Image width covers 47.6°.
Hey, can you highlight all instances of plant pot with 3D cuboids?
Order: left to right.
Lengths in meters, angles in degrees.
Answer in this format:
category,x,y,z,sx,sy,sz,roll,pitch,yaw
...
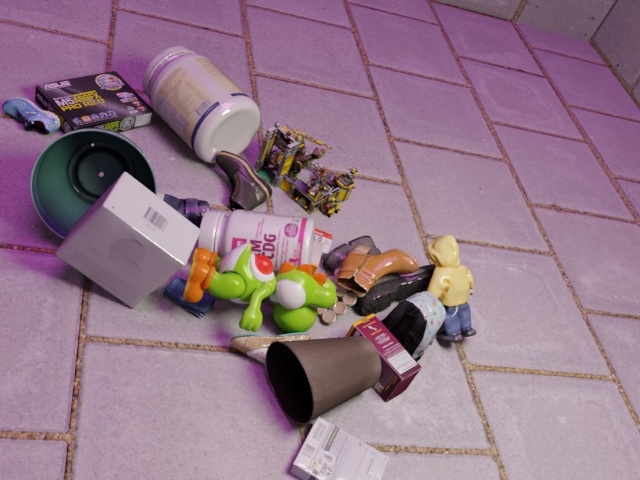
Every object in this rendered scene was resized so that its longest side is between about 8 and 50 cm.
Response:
category,x,y,z,sx,sy,sz,roll,pitch,yaw
plant pot,-0.558,-0.151,1.823,0.293,0.293,0.196,11,16,-15

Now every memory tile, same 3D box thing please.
category,x,y,z,sx,sy,sz,roll,pitch,yaw
memory tile,0.040,0.146,1.920,0.148,0.012,0.113,-39,58,-17

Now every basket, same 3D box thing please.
category,x,y,z,sx,sy,sz,roll,pitch,yaw
basket,0.018,0.307,1.694,0.227,0.154,0.204,-7,50,-36

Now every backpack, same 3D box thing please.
category,x,y,z,sx,sy,sz,roll,pitch,yaw
backpack,0.237,0.214,1.869,0.152,0.182,0.115,42,44,20

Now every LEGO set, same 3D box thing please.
category,x,y,z,sx,sy,sz,roll,pitch,yaw
LEGO set,-0.033,-0.248,2.215,0.255,0.192,0.331,-22,59,-40

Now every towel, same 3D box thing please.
category,x,y,z,sx,sy,sz,roll,pitch,yaw
towel,-0.323,0.139,1.791,0.119,0.029,0.067,30,40,7

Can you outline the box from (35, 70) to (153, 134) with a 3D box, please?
category,x,y,z,sx,sy,sz,roll,pitch,yaw
box,-0.673,-0.404,2.167,0.270,0.060,0.216,-23,60,-41

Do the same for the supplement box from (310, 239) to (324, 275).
category,x,y,z,sx,sy,sz,roll,pitch,yaw
supplement box,-0.022,0.054,2.002,0.036,0.062,0.098,21,42,-4

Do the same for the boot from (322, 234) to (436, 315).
category,x,y,z,sx,sy,sz,roll,pitch,yaw
boot,0.193,0.066,2.051,0.338,0.118,0.222,-12,51,-34

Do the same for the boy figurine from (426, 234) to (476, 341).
category,x,y,z,sx,sy,sz,roll,pitch,yaw
boy figurine,0.343,0.129,1.954,0.177,0.092,0.285,-17,98,-35

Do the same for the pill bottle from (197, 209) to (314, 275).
category,x,y,z,sx,sy,sz,roll,pitch,yaw
pill bottle,-0.164,0.005,1.879,0.283,0.160,0.160,7,42,3

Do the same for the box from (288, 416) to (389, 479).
category,x,y,z,sx,sy,sz,roll,pitch,yaw
box,0.043,0.491,1.592,0.186,0.038,0.145,28,41,5

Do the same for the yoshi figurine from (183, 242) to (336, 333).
category,x,y,z,sx,sy,sz,roll,pitch,yaw
yoshi figurine,-0.147,0.141,1.781,0.362,0.203,0.203,12,69,-7

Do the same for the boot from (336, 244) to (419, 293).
category,x,y,z,sx,sy,sz,roll,pitch,yaw
boot,0.149,0.086,1.908,0.197,0.073,0.152,9,37,21

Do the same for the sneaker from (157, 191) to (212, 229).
category,x,y,z,sx,sy,sz,roll,pitch,yaw
sneaker,-0.366,-0.038,1.913,0.163,0.086,0.226,10,42,-12

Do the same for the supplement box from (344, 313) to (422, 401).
category,x,y,z,sx,sy,sz,roll,pitch,yaw
supplement box,0.147,0.290,1.804,0.081,0.104,0.188,-21,59,-40

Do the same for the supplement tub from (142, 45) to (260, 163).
category,x,y,z,sx,sy,sz,roll,pitch,yaw
supplement tub,-0.364,-0.415,2.197,0.235,0.235,0.325,-24,60,-41

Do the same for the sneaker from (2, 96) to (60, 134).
category,x,y,z,sx,sy,sz,roll,pitch,yaw
sneaker,-0.819,-0.347,2.036,0.162,0.063,0.073,22,44,-3

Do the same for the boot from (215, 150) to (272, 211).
category,x,y,z,sx,sy,sz,roll,pitch,yaw
boot,-0.249,-0.164,2.101,0.198,0.077,0.137,38,47,2

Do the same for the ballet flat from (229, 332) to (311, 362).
category,x,y,z,sx,sy,sz,roll,pitch,yaw
ballet flat,-0.115,0.259,1.740,0.206,0.073,0.067,0,66,-21

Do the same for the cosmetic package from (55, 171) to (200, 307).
category,x,y,z,sx,sy,sz,roll,pitch,yaw
cosmetic package,-0.443,0.004,1.677,0.224,0.225,0.138,40,35,-20

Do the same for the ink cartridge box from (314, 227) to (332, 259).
category,x,y,z,sx,sy,sz,roll,pitch,yaw
ink cartridge box,0.000,0.000,2.095,0.063,0.029,0.115,22,41,-3
